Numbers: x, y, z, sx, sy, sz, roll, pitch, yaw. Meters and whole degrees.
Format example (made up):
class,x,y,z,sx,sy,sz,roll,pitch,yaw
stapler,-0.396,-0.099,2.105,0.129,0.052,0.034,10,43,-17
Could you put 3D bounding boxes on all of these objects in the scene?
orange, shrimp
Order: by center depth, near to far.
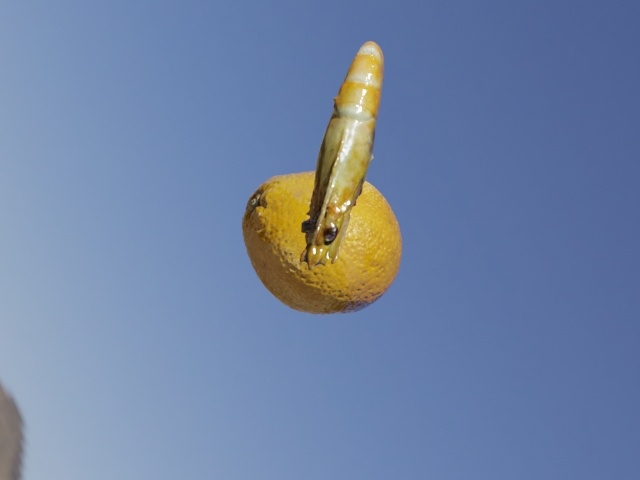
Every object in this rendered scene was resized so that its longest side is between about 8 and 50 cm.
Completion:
class,x,y,z,sx,sy,sz,roll,pitch,yaw
shrimp,0.011,-0.028,0.780,0.083,0.023,0.114,95,8,-64
orange,0.000,0.000,0.906,0.085,0.085,0.085,58,-17,29
